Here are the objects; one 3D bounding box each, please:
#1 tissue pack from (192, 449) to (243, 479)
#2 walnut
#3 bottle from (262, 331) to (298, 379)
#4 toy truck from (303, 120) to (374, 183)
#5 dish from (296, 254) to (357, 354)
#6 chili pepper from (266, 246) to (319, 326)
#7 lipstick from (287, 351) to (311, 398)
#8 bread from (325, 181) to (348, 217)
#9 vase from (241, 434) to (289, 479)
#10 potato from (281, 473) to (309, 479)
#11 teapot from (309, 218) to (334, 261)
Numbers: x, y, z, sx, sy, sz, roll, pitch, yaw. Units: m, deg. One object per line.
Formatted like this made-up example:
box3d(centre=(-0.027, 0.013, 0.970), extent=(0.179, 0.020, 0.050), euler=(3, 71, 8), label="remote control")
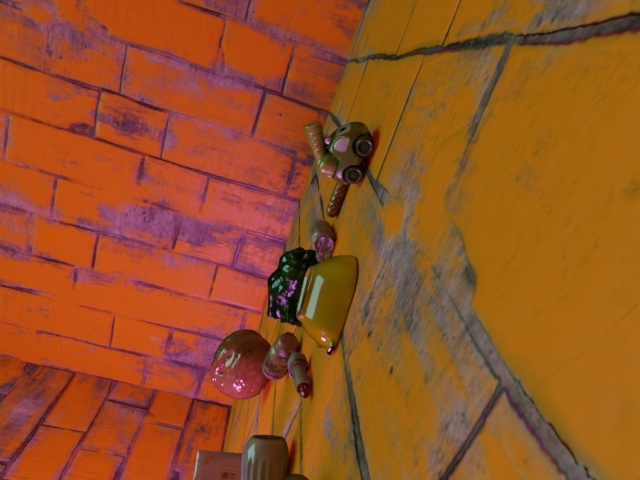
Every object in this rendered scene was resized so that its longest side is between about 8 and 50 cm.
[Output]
box3d(centre=(-0.309, 0.804, 1.404), extent=(0.124, 0.225, 0.184), euler=(113, 162, -49), label="tissue pack")
box3d(centre=(-0.361, 0.575, 1.994), extent=(0.333, 0.333, 0.332), euler=(-164, 90, -81), label="walnut")
box3d(centre=(-0.142, 0.418, 1.532), extent=(0.110, 0.097, 0.209), euler=(-80, 11, -47), label="bottle")
box3d(centre=(0.054, -0.268, 1.306), extent=(0.148, 0.211, 0.186), euler=(-92, 2, -61), label="toy truck")
box3d(centre=(0.002, 0.154, 1.122), extent=(0.221, 0.109, 0.262), euler=(158, 128, -79), label="dish")
box3d(centre=(-0.122, 0.187, 1.604), extent=(0.213, 0.168, 0.384), euler=(-83, 12, -54), label="chili pepper")
box3d(centre=(-0.054, 0.393, 1.214), extent=(0.186, 0.057, 0.063), euler=(-128, 55, -72), label="lipstick")
box3d(centre=(0.060, -0.152, 1.499), extent=(0.052, 0.044, 0.157), euler=(-81, 11, -68), label="bread")
box3d(centre=(-0.154, 0.659, 1.141), extent=(0.128, 0.128, 0.247), euler=(133, 143, -70), label="vase")
box3d(centre=(-0.046, 0.531, 0.758), extent=(0.251, 0.113, 0.149), euler=(-75, -3, -74), label="potato")
box3d(centre=(0.000, 0.000, 1.492), extent=(0.200, 0.077, 0.107), euler=(-104, 28, -72), label="teapot")
